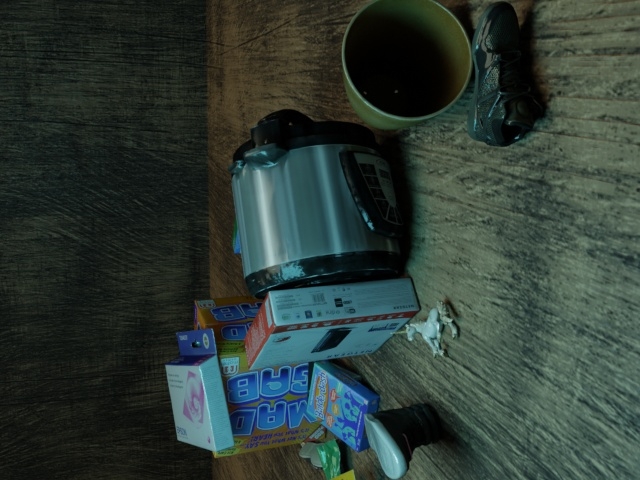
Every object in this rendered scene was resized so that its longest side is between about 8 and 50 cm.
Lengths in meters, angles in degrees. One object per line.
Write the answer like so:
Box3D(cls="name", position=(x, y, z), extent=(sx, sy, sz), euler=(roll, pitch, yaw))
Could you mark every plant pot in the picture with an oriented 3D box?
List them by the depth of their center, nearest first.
Box3D(cls="plant pot", position=(0.143, -0.315, 1.276), extent=(0.254, 0.237, 0.237), euler=(134, 131, -82))

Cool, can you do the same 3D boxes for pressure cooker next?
Box3D(cls="pressure cooker", position=(-0.023, -0.093, 1.500), extent=(0.370, 0.376, 0.420), euler=(137, 126, -68))

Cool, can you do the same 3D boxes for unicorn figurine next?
Box3D(cls="unicorn figurine", position=(0.228, 0.186, 1.342), extent=(0.162, 0.060, 0.111), euler=(-57, 38, 33))

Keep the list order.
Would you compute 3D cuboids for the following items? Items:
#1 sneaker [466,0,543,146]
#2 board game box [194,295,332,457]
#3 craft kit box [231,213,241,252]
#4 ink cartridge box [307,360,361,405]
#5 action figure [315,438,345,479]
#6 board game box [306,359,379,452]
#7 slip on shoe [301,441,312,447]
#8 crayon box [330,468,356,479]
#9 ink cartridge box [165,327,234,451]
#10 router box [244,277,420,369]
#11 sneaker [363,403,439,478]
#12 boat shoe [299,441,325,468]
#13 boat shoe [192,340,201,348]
Box3D(cls="sneaker", position=(0.298, -0.255, 1.027), extent=(0.130, 0.087, 0.227), euler=(-135, 42, -58))
Box3D(cls="board game box", position=(-0.195, 0.407, 2.069), extent=(0.356, 0.356, 0.356), euler=(-135, 46, -60))
Box3D(cls="craft kit box", position=(-0.135, -0.073, 1.987), extent=(0.061, 0.247, 0.250), euler=(-110, 26, -44))
Box3D(cls="ink cartridge box", position=(0.037, 0.454, 1.835), extent=(0.206, 0.045, 0.208), euler=(12, 106, 52))
Box3D(cls="action figure", position=(0.056, 0.696, 1.868), extent=(0.137, 0.063, 0.232), euler=(125, 134, -57))
Box3D(cls="board game box", position=(0.056, 0.436, 1.731), extent=(0.210, 0.047, 0.160), euler=(26, 116, 43))
Box3D(cls="slip on shoe", position=(-0.067, 0.643, 2.202), extent=(0.135, 0.051, 0.041), euler=(-127, 33, -51))
Box3D(cls="crayon box", position=(0.123, 0.760, 1.670), extent=(0.203, 0.083, 0.323), euler=(123, 138, -59))
Box3D(cls="ink cartridge box", position=(-0.367, 0.429, 1.892), extent=(0.324, 0.071, 0.330), euler=(-19, 82, 59))
Box3D(cls="router box", position=(0.016, 0.196, 1.504), extent=(0.301, 0.335, 0.082), euler=(119, 142, -58))
Box3D(cls="sneaker", position=(0.180, 0.397, 1.331), extent=(0.296, 0.147, 0.104), euler=(146, 112, -85))
Box3D(cls="boat shoe", position=(0.003, 0.683, 2.043), extent=(0.065, 0.075, 0.206), euler=(45, 157, -13))
Box3D(cls="boat shoe", position=(-0.394, 0.353, 2.021), extent=(0.049, 0.040, 0.142), euler=(-115, 30, -45))
